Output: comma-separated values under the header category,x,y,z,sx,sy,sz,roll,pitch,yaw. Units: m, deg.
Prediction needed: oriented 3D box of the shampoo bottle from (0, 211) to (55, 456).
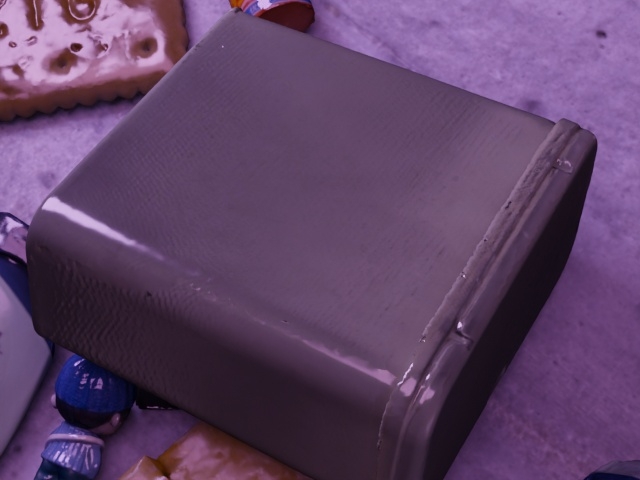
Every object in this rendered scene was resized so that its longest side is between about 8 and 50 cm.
category,x,y,z,sx,sy,sz,roll,pitch,yaw
shampoo bottle,-0.329,0.149,1.258,0.134,0.078,0.359,35,73,-1

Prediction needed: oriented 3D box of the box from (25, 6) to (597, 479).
category,x,y,z,sx,sy,sz,roll,pitch,yaw
box,0.000,0.000,1.200,0.344,0.177,0.352,25,50,15

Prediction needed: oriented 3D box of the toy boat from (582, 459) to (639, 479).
category,x,y,z,sx,sy,sz,roll,pitch,yaw
toy boat,0.309,0.273,1.147,0.262,0.114,0.115,29,60,10

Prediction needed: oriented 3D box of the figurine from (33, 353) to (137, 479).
category,x,y,z,sx,sy,sz,roll,pitch,yaw
figurine,-0.205,0.156,1.246,0.077,0.079,0.136,16,70,25

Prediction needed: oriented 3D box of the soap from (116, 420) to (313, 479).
category,x,y,z,sx,sy,sz,roll,pitch,yaw
soap,-0.052,0.292,1.158,0.259,0.143,0.281,-42,66,-16

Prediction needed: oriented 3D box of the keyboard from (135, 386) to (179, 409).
category,x,y,z,sx,sy,sz,roll,pitch,yaw
keyboard,-0.120,0.056,1.319,0.074,0.015,0.196,3,68,0

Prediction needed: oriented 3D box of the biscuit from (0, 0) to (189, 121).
category,x,y,z,sx,sy,sz,roll,pitch,yaw
biscuit,-0.293,-0.212,1.423,0.325,0.044,0.217,-10,69,-1

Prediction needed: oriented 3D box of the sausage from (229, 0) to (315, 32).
category,x,y,z,sx,sy,sz,roll,pitch,yaw
sausage,-0.081,-0.316,1.437,0.074,0.074,0.274,-19,67,-4
